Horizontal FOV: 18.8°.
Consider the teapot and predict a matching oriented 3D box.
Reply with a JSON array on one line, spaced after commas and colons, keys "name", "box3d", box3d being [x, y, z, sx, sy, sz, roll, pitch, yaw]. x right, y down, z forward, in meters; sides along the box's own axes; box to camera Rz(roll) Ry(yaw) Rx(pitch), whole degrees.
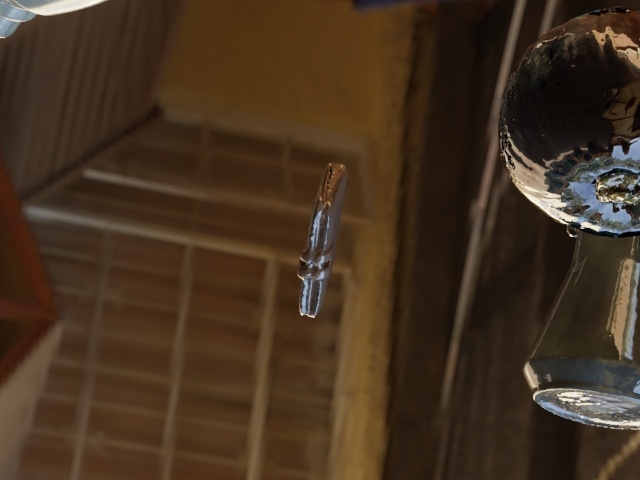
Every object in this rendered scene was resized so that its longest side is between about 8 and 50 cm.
[{"name": "teapot", "box3d": [0.327, 0.074, 2.048, 0.203, 0.171, 0.225, -5, -115, 44]}]

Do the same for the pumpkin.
[{"name": "pumpkin", "box3d": [0.279, -0.104, 1.780, 0.233, 0.233, 0.163, 116, -16, -49]}]

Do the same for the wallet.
[{"name": "wallet", "box3d": [0.000, 0.000, 2.157, 0.118, 0.039, 0.152, -73, 174, -62]}]

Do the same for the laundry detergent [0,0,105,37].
[{"name": "laundry detergent", "box3d": [-0.273, -0.366, 2.162, 0.264, 0.125, 0.398, 53, -53, 14]}]
